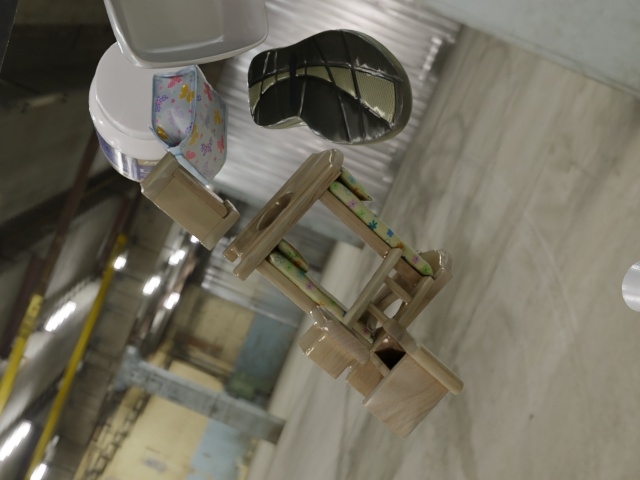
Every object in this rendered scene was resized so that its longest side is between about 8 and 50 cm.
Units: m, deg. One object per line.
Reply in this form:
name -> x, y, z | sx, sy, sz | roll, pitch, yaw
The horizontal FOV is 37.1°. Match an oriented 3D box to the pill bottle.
pill bottle -> -0.222, -0.169, 1.244 | 0.265, 0.153, 0.153 | 140, 153, -79

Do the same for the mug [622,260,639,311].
mug -> 0.403, 0.054, 1.110 | 0.078, 0.062, 0.064 | -27, 14, -16

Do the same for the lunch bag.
lunch bag -> -0.115, -0.097, 0.823 | 0.071, 0.053, 0.083 | 47, -145, -61

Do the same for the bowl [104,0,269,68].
bowl -> -0.127, -0.219, 0.834 | 0.053, 0.142, 0.141 | -13, 93, 61

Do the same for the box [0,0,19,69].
box -> -0.721, -0.540, 1.507 | 0.480, 0.298, 0.471 | 40, -127, -60

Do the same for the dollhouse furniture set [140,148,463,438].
dollhouse furniture set -> 0.000, 0.000, 0.560 | 0.101, 0.182, 0.161 | -48, 18, 0

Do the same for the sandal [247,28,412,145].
sandal -> 0.013, -0.174, 1.073 | 0.303, 0.086, 0.120 | 20, 108, 58
